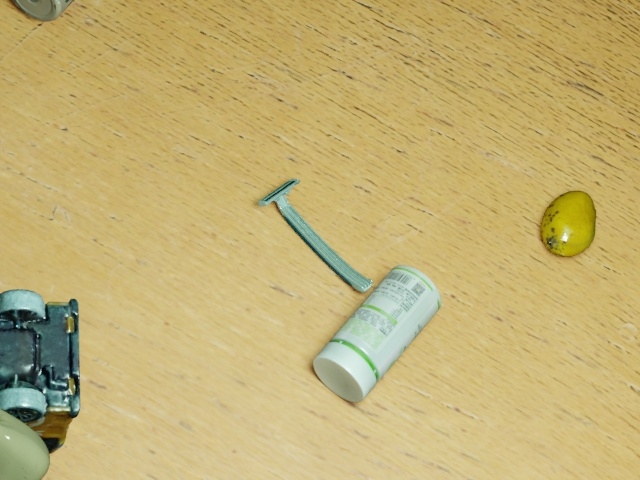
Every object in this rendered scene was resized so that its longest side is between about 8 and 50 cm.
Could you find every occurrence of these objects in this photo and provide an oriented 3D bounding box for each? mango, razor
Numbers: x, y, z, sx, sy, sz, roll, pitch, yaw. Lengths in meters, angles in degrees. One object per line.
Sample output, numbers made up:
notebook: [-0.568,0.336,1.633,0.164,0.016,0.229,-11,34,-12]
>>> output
mango: [0.356,-0.025,2.217,0.079,0.057,0.114,24,58,9]
razor: [-0.001,0.002,2.137,0.068,0.037,0.191,-37,78,-30]

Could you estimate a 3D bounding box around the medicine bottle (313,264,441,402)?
medicine bottle: [0.077,0.122,2.065,0.086,0.086,0.183,39,62,9]

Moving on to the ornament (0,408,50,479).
ornament: [-0.407,0.297,1.786,0.245,0.230,0.061,41,14,-25]

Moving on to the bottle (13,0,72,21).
bottle: [-0.374,-0.391,2.230,0.099,0.099,0.152,29,55,3]

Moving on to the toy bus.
toy bus: [-0.459,0.163,1.869,0.323,0.194,0.162,2,64,-15]
